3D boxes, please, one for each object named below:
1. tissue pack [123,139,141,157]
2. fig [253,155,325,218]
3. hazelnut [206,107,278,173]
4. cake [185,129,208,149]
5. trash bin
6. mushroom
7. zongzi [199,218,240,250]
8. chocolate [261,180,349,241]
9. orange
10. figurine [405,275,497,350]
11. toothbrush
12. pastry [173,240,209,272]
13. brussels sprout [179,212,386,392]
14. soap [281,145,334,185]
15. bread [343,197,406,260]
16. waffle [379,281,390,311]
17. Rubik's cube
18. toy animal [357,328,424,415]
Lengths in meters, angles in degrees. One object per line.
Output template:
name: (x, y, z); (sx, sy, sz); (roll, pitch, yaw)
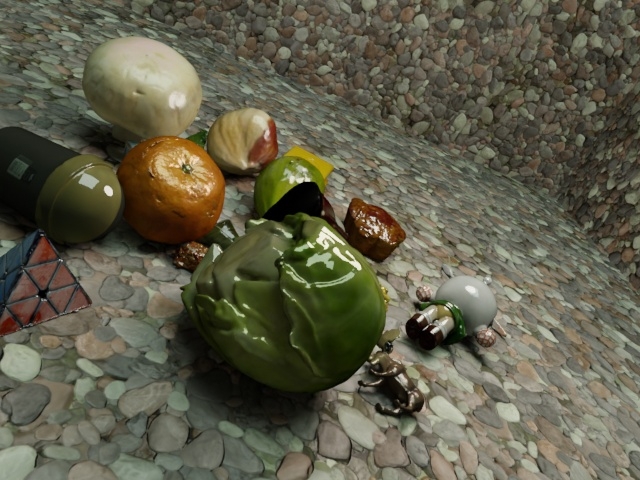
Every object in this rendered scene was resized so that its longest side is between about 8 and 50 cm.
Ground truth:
tissue pack: (-0.565, -0.257, 1.664); (0.058, 0.074, 0.094); (-8, 44, -39)
fig: (-0.105, -0.142, 1.693); (0.233, 0.233, 0.314); (25, 21, -3)
hazelnut: (-0.264, -0.325, 1.857); (0.261, 0.261, 0.241); (10, 56, -29)
cake: (-0.445, -0.316, 1.842); (0.099, 0.100, 0.235); (18, 28, -16)
trash bin: (-0.600, -0.116, 1.236); (0.333, 0.214, 0.214); (24, 26, 14)
mushroom: (-0.553, -0.444, 1.678); (0.353, 0.353, 0.325); (1, 25, -40)
zongzi: (-0.272, 0.025, 1.470); (0.130, 0.062, 0.154); (-22, 67, -29)
chocolate: (-0.043, -0.002, 1.465); (0.186, 0.283, 0.284); (40, 20, -26)
orange: (-0.384, -0.129, 1.391); (0.283, 0.226, 0.284); (22, 54, -33)
figurine: (0.393, 0.209, 1.589); (0.281, 0.167, 0.369); (37, 37, 30)
toothbrush: (0.528, 0.199, 1.870); (0.037, 0.028, 0.375); (17, 27, -35)
pastry: (-0.288, 0.052, 1.366); (0.169, 0.063, 0.087); (26, 29, -3)
brussels sprout: (-0.057, 0.146, 1.122); (0.361, 0.342, 0.425); (57, -20, -21)
soap: (-0.080, -0.247, 2.049); (0.204, 0.096, 0.324); (27, 27, 1)
bread: (0.183, -0.037, 1.863); (0.232, 0.135, 0.247); (24, 26, -6)
waffle: (0.085, 0.135, 1.560); (0.248, 0.056, 0.253); (27, 29, 0)
Rubik's cube: (-0.603, 0.088, 1.032); (0.178, 0.211, 0.190); (15, 45, 27)
toy animal: (0.172, 0.319, 1.287); (0.186, 0.094, 0.214); (-9, 50, -43)
